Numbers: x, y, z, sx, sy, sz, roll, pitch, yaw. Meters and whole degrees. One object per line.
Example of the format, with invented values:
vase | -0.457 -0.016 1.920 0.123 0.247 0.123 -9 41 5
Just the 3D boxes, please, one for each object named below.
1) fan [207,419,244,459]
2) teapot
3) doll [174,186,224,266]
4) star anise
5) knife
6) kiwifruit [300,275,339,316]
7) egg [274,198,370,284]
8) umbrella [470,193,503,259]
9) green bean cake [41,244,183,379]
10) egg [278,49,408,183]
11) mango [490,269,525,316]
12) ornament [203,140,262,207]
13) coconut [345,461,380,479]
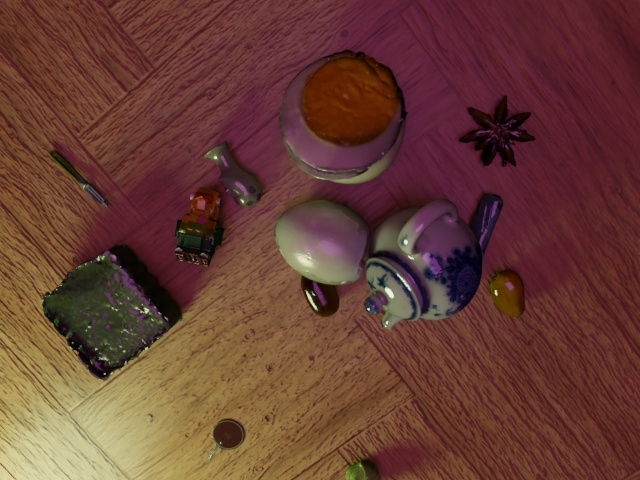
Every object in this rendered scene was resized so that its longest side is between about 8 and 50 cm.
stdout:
fan | -0.254 0.520 1.441 0.085 0.005 0.133 39 100 -6
teapot | 0.198 0.065 1.185 0.280 0.424 0.252 -36 63 -23
doll | -0.273 -0.031 1.278 0.106 0.134 0.187 12 95 2
star anise | 0.392 -0.240 1.232 0.167 0.057 0.168 0 102 2
knife | -0.570 -0.145 1.317 0.184 0.026 0.022 45 60 -4
kiwifruit | -0.001 0.123 1.316 0.075 0.075 0.125 -27 95 8
egg | 0.000 0.000 1.236 0.217 0.183 0.183 13 102 8
umbrella | 0.356 0.012 1.286 0.053 0.052 0.251 20 101 -2
green bean cake | -0.495 0.165 1.320 0.241 0.132 0.255 -39 95 9
egg | 0.053 -0.248 1.199 0.264 0.174 0.287 -23 75 6
mango | 0.441 0.125 1.300 0.080 0.060 0.114 -26 103 10
ornament | -0.197 -0.144 1.271 0.081 0.074 0.156 -40 99 -33
coconut | 0.107 0.599 1.401 0.087 0.088 0.096 -11 106 5
